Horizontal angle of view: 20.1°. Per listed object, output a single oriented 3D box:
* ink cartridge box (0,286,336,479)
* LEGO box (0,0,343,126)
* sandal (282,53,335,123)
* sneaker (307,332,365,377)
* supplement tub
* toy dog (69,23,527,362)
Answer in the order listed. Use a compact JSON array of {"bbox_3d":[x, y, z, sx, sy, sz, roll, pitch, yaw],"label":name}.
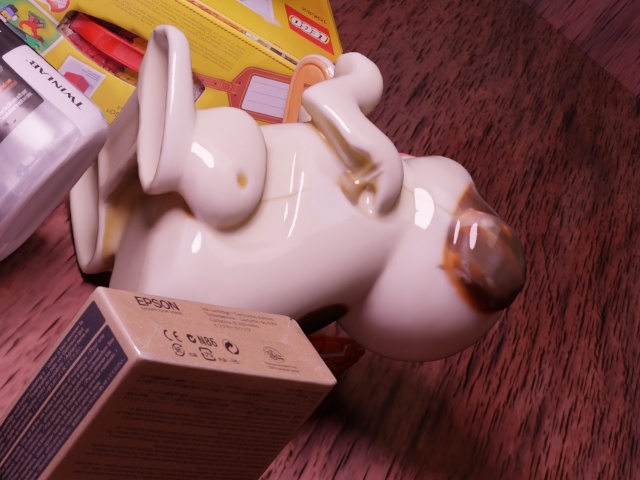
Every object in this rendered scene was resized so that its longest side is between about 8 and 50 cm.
[{"bbox_3d":[-0.132,0.145,1.489,0.234,0.193,0.088,13,34,-49],"label":"ink cartridge box"},{"bbox_3d":[-0.227,-0.301,2.129,0.500,0.193,0.372,29,26,-24],"label":"LEGO box"},{"bbox_3d":[-0.037,-0.074,1.996,0.076,0.265,0.102,-9,18,-43],"label":"sandal"},{"bbox_3d":[-0.014,0.113,1.890,0.175,0.064,0.067,5,46,-54],"label":"sneaker"},{"bbox_3d":[-0.365,-0.139,1.636,0.316,0.193,0.193,42,23,1],"label":"supplement tub"},{"bbox_3d":[0.000,0.000,1.754,0.408,0.284,0.395,7,54,-25],"label":"toy dog"}]
